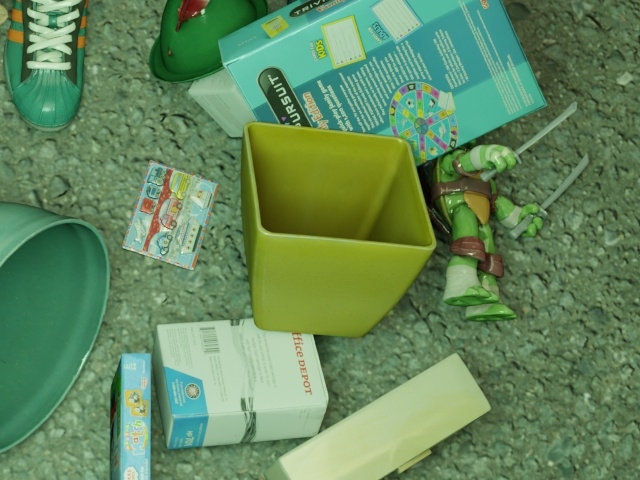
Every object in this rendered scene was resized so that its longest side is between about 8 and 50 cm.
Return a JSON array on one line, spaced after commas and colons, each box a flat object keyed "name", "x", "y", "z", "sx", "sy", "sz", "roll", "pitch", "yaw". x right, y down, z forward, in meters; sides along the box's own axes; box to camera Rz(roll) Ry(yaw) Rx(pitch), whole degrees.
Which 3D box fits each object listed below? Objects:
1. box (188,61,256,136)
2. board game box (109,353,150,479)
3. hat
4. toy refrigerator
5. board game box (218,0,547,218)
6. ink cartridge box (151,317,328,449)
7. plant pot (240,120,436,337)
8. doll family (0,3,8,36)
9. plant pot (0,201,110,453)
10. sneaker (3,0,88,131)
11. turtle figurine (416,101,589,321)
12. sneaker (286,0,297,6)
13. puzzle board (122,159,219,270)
[{"name": "box", "x": -0.095, "y": -0.202, "z": 1.997, "sx": 0.101, "sy": 0.087, "sz": 0.102, "roll": 46, "pitch": 60, "yaw": -39}, {"name": "board game box", "x": -0.223, "y": 0.254, "z": 1.786, "sx": 0.039, "sy": 0.160, "sz": 0.211, "roll": 1, "pitch": 70, "yaw": -13}, {"name": "hat", "x": -0.176, "y": -0.325, "z": 1.945, "sx": 0.208, "sy": 0.183, "sz": 0.173, "roll": -16, "pitch": 45, "yaw": 23}, {"name": "toy refrigerator", "x": 0.073, "y": 0.252, "z": 1.892, "sx": 0.269, "sy": 0.102, "sz": 0.094, "roll": -28, "pitch": 80, "yaw": -22}, {"name": "board game box", "x": 0.079, "y": -0.210, "z": 1.910, "sx": 0.336, "sy": 0.254, "sz": 0.079, "roll": -25, "pitch": 33, "yaw": 6}, {"name": "ink cartridge box", "x": -0.101, "y": 0.171, "z": 1.868, "sx": 0.190, "sy": 0.082, "sz": 0.139, "roll": -2, "pitch": 51, "yaw": -16}, {"name": "plant pot", "x": 0.000, "y": 0.000, "z": 1.870, "sx": 0.212, "sy": 0.187, "sz": 0.212, "roll": 5, "pitch": 41, "yaw": -14}, {"name": "doll family", "x": -0.478, "y": -0.365, "z": 1.944, "sx": 0.163, "sy": 0.118, "sz": 0.263, "roll": -16, "pitch": 77, "yaw": 1}, {"name": "plant pot", "x": -0.408, "y": 0.076, "z": 1.760, "sx": 0.196, "sy": 0.293, "sz": 0.293, "roll": 23, "pitch": 65, "yaw": 21}, {"name": "sneaker", "x": -0.352, "y": -0.295, "z": 1.970, "sx": 0.108, "sy": 0.121, "sz": 0.302, "roll": 1, "pitch": 71, "yaw": -13}, {"name": "turtle figurine", "x": 0.247, "y": -0.039, "z": 1.988, "sx": 0.274, "sy": 0.198, "sz": 0.266, "roll": 5, "pitch": 73, "yaw": -8}, {"name": "sneaker", "x": 0.107, "y": -0.287, "z": 2.079, "sx": 0.323, "sy": 0.130, "sz": 0.236, "roll": 7, "pitch": 57, "yaw": -25}, {"name": "puzzle board", "x": -0.192, "y": -0.034, "z": 1.977, "sx": 0.096, "sy": 0.011, "sz": 0.128, "roll": 18, "pitch": 68, "yaw": -7}]
